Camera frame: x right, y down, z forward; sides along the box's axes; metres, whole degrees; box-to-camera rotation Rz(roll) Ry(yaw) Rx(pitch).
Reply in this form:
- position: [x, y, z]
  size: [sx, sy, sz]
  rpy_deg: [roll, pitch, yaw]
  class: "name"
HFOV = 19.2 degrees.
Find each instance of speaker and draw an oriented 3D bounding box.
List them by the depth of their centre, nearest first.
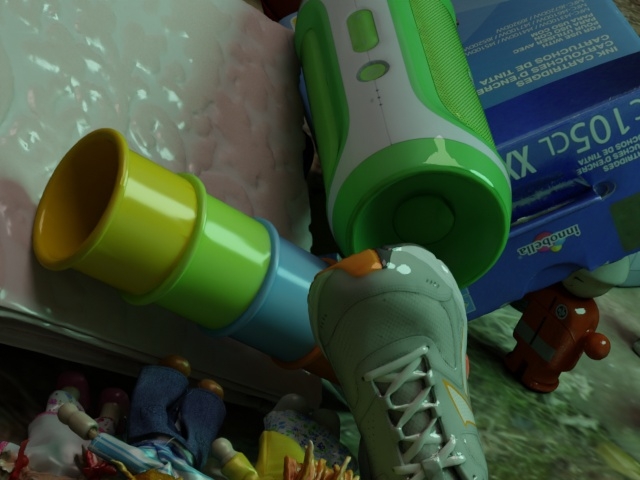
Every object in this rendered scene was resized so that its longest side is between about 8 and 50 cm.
- position: [0.053, -0.089, 1.330]
  size: [0.131, 0.131, 0.296]
  rpy_deg: [17, 32, -19]
  class: "speaker"

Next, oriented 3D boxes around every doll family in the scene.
- position: [-0.067, 0.139, 1.139]
  size: [0.263, 0.118, 0.163]
  rpy_deg: [23, 25, -6]
  class: "doll family"

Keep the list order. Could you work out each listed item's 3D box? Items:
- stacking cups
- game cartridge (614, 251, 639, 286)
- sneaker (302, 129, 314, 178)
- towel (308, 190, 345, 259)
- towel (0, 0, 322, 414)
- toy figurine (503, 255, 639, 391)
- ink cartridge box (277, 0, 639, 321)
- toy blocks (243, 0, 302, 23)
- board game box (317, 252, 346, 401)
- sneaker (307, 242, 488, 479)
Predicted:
- position: [-0.028, 0.030, 1.227]
  size: [0.316, 0.096, 0.096]
  rpy_deg: [25, 22, -32]
  class: "stacking cups"
- position: [0.187, -0.036, 1.801]
  size: [0.294, 0.060, 0.196]
  rpy_deg: [10, 33, -30]
  class: "game cartridge"
- position: [-0.070, -0.086, 1.606]
  size: [0.081, 0.090, 0.232]
  rpy_deg: [37, 27, 22]
  class: "sneaker"
- position: [0.000, 0.000, 1.589]
  size: [0.102, 0.021, 0.237]
  rpy_deg: [35, 26, 17]
  class: "towel"
- position: [-0.132, -0.060, 1.300]
  size: [0.317, 0.053, 0.331]
  rpy_deg: [23, 52, -40]
  class: "towel"
- position: [0.266, 0.049, 1.594]
  size: [0.210, 0.148, 0.213]
  rpy_deg: [24, 25, -4]
  class: "toy figurine"
- position: [0.134, -0.085, 1.521]
  size: [0.270, 0.151, 0.395]
  rpy_deg: [-23, 35, 3]
  class: "ink cartridge box"
- position: [0.023, -0.230, 1.915]
  size: [0.381, 0.190, 0.261]
  rpy_deg: [13, 40, -25]
  class: "toy blocks"
- position: [0.018, 0.067, 1.369]
  size: [0.090, 0.020, 0.090]
  rpy_deg: [56, 27, -63]
  class: "board game box"
- position: [0.064, 0.116, 1.192]
  size: [0.099, 0.262, 0.121]
  rpy_deg: [-19, 44, 0]
  class: "sneaker"
